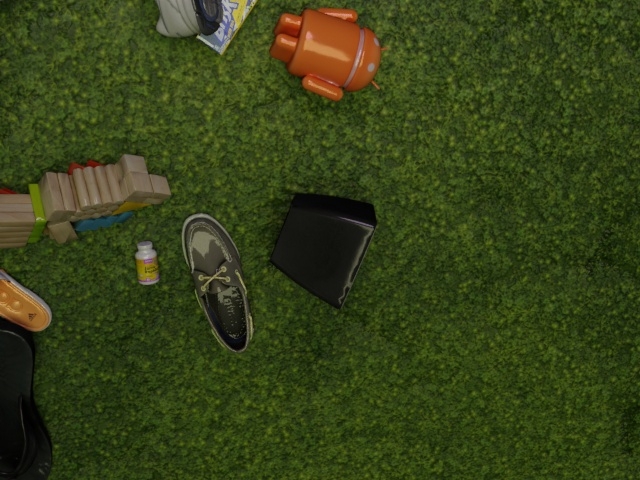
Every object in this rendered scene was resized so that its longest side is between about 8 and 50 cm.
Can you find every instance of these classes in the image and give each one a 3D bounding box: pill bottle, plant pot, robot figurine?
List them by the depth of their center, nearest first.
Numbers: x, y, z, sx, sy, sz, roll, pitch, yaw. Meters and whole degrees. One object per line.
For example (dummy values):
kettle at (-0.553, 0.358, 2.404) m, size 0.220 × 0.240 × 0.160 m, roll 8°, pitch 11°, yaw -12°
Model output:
robot figurine at (0.019, -0.356, 1.348) m, size 0.220 × 0.158 × 0.128 m, roll 14°, pitch 128°, yaw -14°
plant pot at (0.000, 0.000, 1.451) m, size 0.167 × 0.188 × 0.187 m, roll 22°, pitch 105°, yaw -3°
pill bottle at (-0.354, 0.045, 1.466) m, size 0.044 × 0.043 × 0.083 m, roll -5°, pitch 110°, yaw -8°

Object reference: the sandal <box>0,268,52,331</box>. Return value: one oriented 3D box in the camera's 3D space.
sandal at (-0.653, 0.103, 1.416) m, size 0.265 × 0.076 × 0.102 m, roll 35°, pitch 100°, yaw -19°

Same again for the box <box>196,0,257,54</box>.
box at (-0.162, -0.430, 1.328) m, size 0.059 × 0.054 × 0.168 m, roll 32°, pitch 100°, yaw -19°

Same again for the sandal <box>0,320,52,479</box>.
sandal at (-0.661, 0.376, 1.481) m, size 0.168 × 0.107 × 0.445 m, roll -1°, pitch 117°, yaw -8°

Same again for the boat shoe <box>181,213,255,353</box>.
boat shoe at (-0.206, 0.091, 1.483) m, size 0.109 × 0.091 × 0.304 m, roll -18°, pitch 111°, yaw -4°

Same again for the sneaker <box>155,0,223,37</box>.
sneaker at (-0.270, -0.498, 1.255) m, size 0.130 × 0.111 × 0.296 m, roll -7°, pitch 97°, yaw 28°

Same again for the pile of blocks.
pile of blocks at (-0.478, -0.083, 1.382) m, size 0.363 × 0.149 × 0.112 m, roll -14°, pitch 68°, yaw -15°
